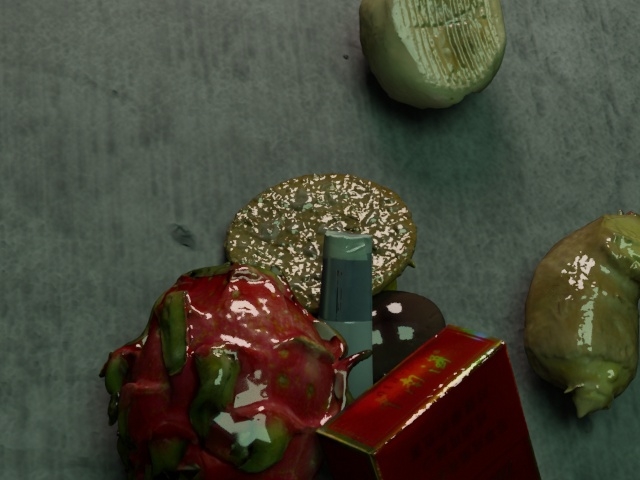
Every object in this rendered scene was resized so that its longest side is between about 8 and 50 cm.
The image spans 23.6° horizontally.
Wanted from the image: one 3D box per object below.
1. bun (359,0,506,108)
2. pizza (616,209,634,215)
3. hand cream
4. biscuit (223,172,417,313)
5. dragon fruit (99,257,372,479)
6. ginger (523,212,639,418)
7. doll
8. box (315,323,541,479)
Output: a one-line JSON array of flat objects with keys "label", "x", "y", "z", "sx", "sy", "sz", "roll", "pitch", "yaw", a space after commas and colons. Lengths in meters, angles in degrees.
[{"label": "bun", "x": 0.135, "y": -0.248, "z": 1.899, "sx": 0.178, "sy": 0.128, "sz": 0.193, "roll": -9, "pitch": 79, "yaw": -23}, {"label": "pizza", "x": 0.441, "y": 0.030, "z": 1.903, "sx": 0.193, "sy": 0.053, "sz": 0.201, "roll": 28, "pitch": 58, "yaw": -4}, {"label": "hand cream", "x": 0.023, "y": 0.118, "z": 1.631, "sx": 0.048, "sy": 0.079, "sz": 0.255, "roll": -15, "pitch": 109, "yaw": -59}, {"label": "biscuit", "x": 0.000, "y": 0.001, "z": 1.729, "sx": 0.220, "sy": 0.033, "sz": 0.220, "roll": -3, "pitch": 46, "yaw": 3}, {"label": "dragon fruit", "x": -0.091, "y": 0.156, "z": 1.548, "sx": 0.231, "sy": 0.237, "sz": 0.302, "roll": 8, "pitch": 59, "yaw": -32}, {"label": "ginger", "x": 0.314, "y": 0.078, "z": 1.785, "sx": 0.138, "sy": 0.152, "sz": 0.267, "roll": 31, "pitch": 73, "yaw": -33}, {"label": "doll", "x": 0.072, "y": 0.086, "z": 1.718, "sx": 0.145, "sy": 0.096, "sz": 0.188, "roll": 8, "pitch": 48, "yaw": 13}, {"label": "box", "x": 0.128, "y": 0.269, "z": 1.544, "sx": 0.197, "sy": 0.089, "sz": 0.313, "roll": -36, "pitch": 122, "yaw": -32}]
